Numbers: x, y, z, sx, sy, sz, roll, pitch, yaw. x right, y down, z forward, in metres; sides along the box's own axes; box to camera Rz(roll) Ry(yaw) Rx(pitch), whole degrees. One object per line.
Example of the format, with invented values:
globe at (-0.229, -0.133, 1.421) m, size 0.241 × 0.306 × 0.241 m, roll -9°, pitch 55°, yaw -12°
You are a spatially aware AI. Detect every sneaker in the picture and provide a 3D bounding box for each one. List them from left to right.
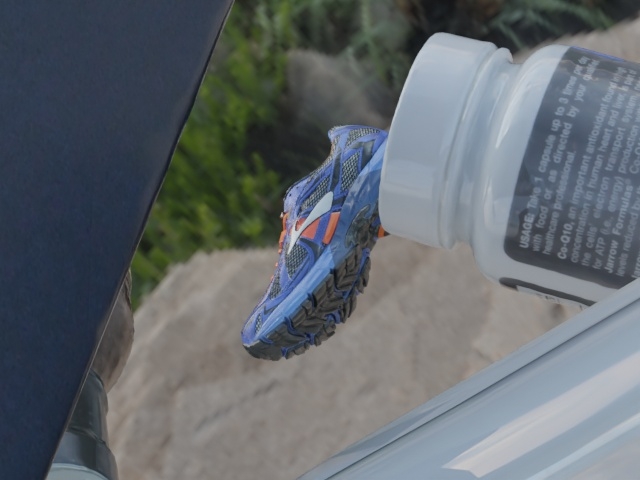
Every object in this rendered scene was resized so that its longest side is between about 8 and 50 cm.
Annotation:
sneaker at (0.000, 0.000, 1.537) m, size 0.087 × 0.083 × 0.221 m, roll 27°, pitch 74°, yaw 27°

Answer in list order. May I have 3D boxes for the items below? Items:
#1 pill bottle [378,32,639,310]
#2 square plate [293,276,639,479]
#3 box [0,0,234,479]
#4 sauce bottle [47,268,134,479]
pill bottle at (0.092, -0.015, 0.577) m, size 0.137 × 0.078 × 0.078 m, roll 17°, pitch 70°, yaw 14°
square plate at (0.067, 0.109, 0.490) m, size 0.347 × 0.344 × 0.049 m, roll -28°, pitch 57°, yaw -26°
box at (-0.188, -0.054, 0.411) m, size 0.294 × 0.183 × 0.296 m, roll -7°, pitch 50°, yaw 34°
sauce bottle at (-0.163, 0.019, 1.081) m, size 0.111 × 0.111 × 0.344 m, roll -27°, pitch 41°, yaw 14°
